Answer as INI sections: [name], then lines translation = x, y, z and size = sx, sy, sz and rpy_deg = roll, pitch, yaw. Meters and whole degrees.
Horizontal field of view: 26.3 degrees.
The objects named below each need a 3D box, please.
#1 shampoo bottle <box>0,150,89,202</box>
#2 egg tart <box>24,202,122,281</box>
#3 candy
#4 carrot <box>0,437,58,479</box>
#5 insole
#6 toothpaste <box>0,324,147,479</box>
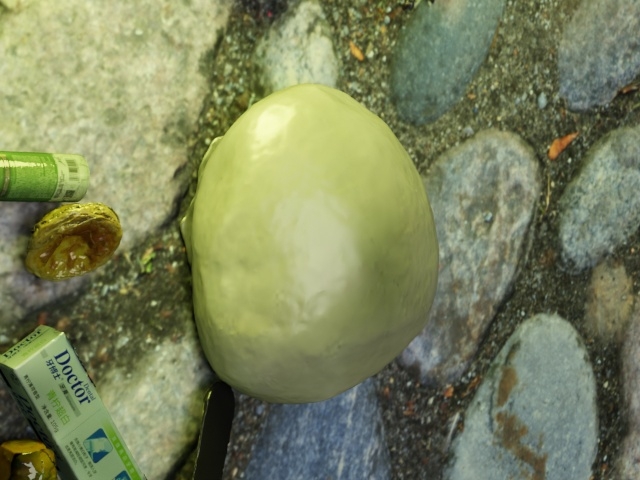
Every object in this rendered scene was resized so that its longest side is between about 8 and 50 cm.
[shampoo bottle]
translation = -0.373, -0.072, 1.602
size = 0.204, 0.065, 0.065
rpy_deg = 0, 97, -41
[egg tart]
translation = -0.303, -0.005, 1.657
size = 0.130, 0.052, 0.130
rpy_deg = -23, 148, -15
[candy]
translation = 0.000, 0.000, 1.863
size = 0.386, 0.186, 0.427
rpy_deg = -21, 105, -33
[carrot]
translation = -0.357, 0.328, 1.665
size = 0.082, 0.082, 0.173
rpy_deg = -7, 104, -40
[insole]
translation = -0.164, 0.357, 1.823
size = 0.119, 0.009, 0.348
rpy_deg = 43, 54, -60
[toothpaste]
translation = -0.291, 0.263, 1.719
size = 0.081, 0.067, 0.336
rpy_deg = -39, 119, -29
